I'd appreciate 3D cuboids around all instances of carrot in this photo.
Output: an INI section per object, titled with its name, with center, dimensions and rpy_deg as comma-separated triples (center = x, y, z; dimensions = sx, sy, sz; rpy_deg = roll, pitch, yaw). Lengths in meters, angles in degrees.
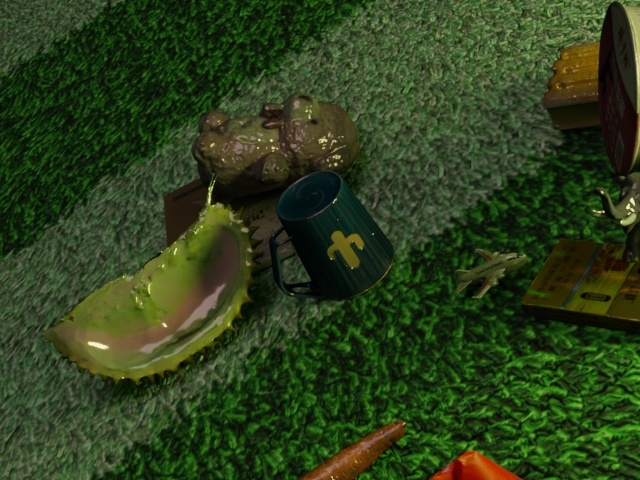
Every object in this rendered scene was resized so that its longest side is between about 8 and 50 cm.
[carrot]
center = 0.031, 0.288, 1.802
dimensions = 0.191, 0.047, 0.047
rpy_deg = -33, 34, -7

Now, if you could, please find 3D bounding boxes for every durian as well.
[durian]
center = -0.226, 0.088, 2.135
dimensions = 0.355, 0.169, 0.157
rpy_deg = -42, 35, -5

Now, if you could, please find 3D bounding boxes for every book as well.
[book]
center = -0.157, -0.028, 2.353
dimensions = 0.217, 0.021, 0.310
rpy_deg = -26, 35, 9

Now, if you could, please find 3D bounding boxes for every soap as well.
[soap]
center = 0.455, -0.238, 2.087
dimensions = 0.232, 0.073, 0.140
rpy_deg = -6, 44, 33

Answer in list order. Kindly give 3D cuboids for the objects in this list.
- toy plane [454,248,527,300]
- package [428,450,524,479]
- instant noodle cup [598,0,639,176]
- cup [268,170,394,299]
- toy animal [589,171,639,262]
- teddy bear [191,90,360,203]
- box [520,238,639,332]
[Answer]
[toy plane]
center = 0.233, 0.042, 1.945
dimensions = 0.111, 0.040, 0.102
rpy_deg = -16, 39, 21
[package]
center = 0.099, 0.405, 1.530
dimensions = 0.424, 0.123, 0.196
rpy_deg = -37, 30, -8
[instant noodle cup]
center = 0.476, -0.206, 1.889
dimensions = 0.179, 0.234, 0.234
rpy_deg = -4, 38, -1
[cup]
center = 0.000, 0.000, 2.078
dimensions = 0.176, 0.155, 0.131
rpy_deg = -34, 34, -5
[toy animal]
center = 0.411, -0.036, 1.759
dimensions = 0.082, 0.137, 0.269
rpy_deg = 12, 24, 40
[teddy bear]
center = -0.072, -0.150, 2.301
dimensions = 0.267, 0.151, 0.236
rpy_deg = -14, 30, 12
[box]
center = 0.367, 0.057, 1.832
dimensions = 0.193, 0.030, 0.121
rpy_deg = 7, 51, 43
